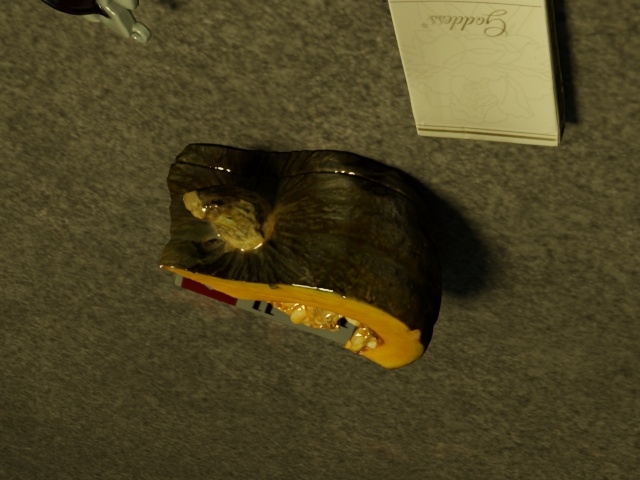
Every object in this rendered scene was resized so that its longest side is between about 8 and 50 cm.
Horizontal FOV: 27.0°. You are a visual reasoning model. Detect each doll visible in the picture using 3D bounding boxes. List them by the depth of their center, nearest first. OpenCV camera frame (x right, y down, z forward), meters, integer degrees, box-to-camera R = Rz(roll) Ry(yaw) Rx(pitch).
[{"bbox_3d":[-0.188,-0.206,0.922,0.195,0.070,0.096,46,154,-25],"label":"doll"}]

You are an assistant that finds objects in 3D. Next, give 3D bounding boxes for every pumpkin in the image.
[{"bbox_3d":[-0.004,-0.003,1.079,0.248,0.131,0.126,22,156,-14],"label":"pumpkin"}]

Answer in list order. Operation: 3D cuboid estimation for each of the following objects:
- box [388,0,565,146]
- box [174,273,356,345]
[{"bbox_3d":[0.104,-0.142,0.904,0.109,0.029,0.198,6,144,20],"label":"box"},{"bbox_3d":[-0.041,0.032,1.230,0.177,0.036,0.115,20,148,-2],"label":"box"}]
